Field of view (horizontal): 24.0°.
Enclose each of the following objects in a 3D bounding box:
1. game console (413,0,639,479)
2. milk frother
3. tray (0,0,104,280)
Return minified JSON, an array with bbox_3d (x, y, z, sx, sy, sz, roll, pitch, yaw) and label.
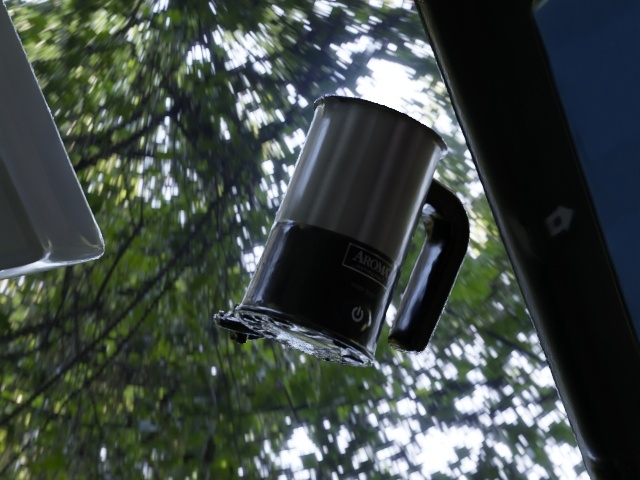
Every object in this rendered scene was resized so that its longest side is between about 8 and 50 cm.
[{"bbox_3d":[0.212,-0.091,0.605,0.342,0.060,0.386,-34,-57,-15],"label":"game console"},{"bbox_3d":[0.000,0.000,0.884,0.129,0.143,0.135,38,-112,-50],"label":"milk frother"},{"bbox_3d":[-0.216,-0.067,0.754,0.145,0.030,0.270,-12,-50,5],"label":"tray"}]
